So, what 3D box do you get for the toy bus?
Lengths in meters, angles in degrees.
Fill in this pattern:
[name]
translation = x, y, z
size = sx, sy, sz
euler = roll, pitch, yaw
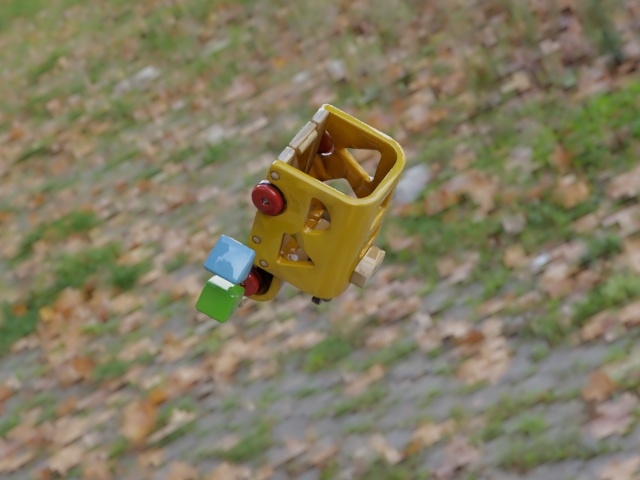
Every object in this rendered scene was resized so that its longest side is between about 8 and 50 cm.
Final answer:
[toy bus]
translation = 0.000, -0.005, 1.421
size = 0.191, 0.104, 0.202
euler = -62, -10, 3
